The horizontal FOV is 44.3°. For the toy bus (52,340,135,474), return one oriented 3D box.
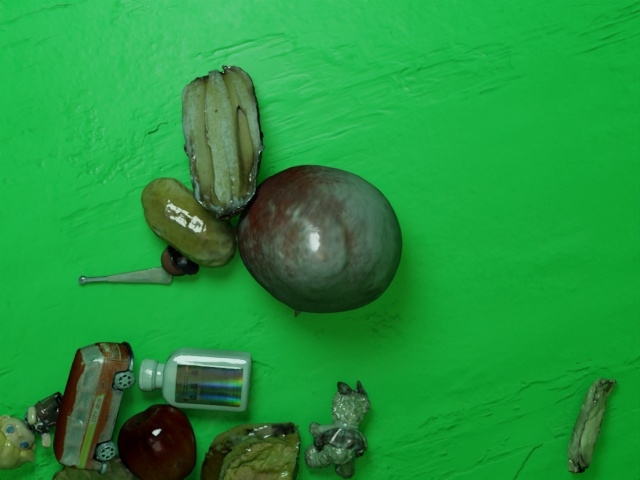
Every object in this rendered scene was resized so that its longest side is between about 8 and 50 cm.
[{"bbox_3d":[-0.463,0.332,1.601,0.119,0.121,0.265,13,98,-28],"label":"toy bus"}]

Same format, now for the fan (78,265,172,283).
[{"bbox_3d":[-0.404,0.075,1.631,0.193,0.016,0.038,-3,96,-4],"label":"fan"}]

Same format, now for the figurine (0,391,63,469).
[{"bbox_3d":[-0.610,0.395,1.633,0.196,0.108,0.114,-29,129,-5],"label":"figurine"}]

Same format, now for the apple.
[{"bbox_3d":[-0.331,0.432,1.632,0.156,0.147,0.158,-32,101,-19],"label":"apple"}]

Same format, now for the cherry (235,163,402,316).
[{"bbox_3d":[0.012,0.005,1.499,0.326,0.335,0.291,27,81,-30],"label":"cherry"}]

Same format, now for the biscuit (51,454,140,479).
[{"bbox_3d":[-0.494,0.552,1.695,0.273,0.036,0.187,-33,100,3],"label":"biscuit"}]

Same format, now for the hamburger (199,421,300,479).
[{"bbox_3d":[-0.152,0.522,1.659,0.211,0.132,0.309,6,99,-4],"label":"hamburger"}]

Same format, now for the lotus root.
[{"bbox_3d":[-0.175,-0.182,1.510,0.167,0.078,0.329,-14,64,15],"label":"lotus root"}]

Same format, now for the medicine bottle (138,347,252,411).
[{"bbox_3d":[-0.260,0.287,1.640,0.228,0.083,0.121,5,102,-3],"label":"medicine bottle"}]

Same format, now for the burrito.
[{"bbox_3d":[0.585,0.404,1.714,0.058,0.063,0.230,19,96,4],"label":"burrito"}]

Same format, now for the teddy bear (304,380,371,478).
[{"bbox_3d":[0.043,0.410,1.662,0.133,0.111,0.213,15,100,-9],"label":"teddy bear"}]

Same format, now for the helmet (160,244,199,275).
[{"bbox_3d":[-0.295,0.048,1.612,0.049,0.065,0.084,-34,119,25],"label":"helmet"}]

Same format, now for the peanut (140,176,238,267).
[{"bbox_3d":[-0.260,-0.037,1.566,0.224,0.129,0.129,35,96,-8],"label":"peanut"}]
